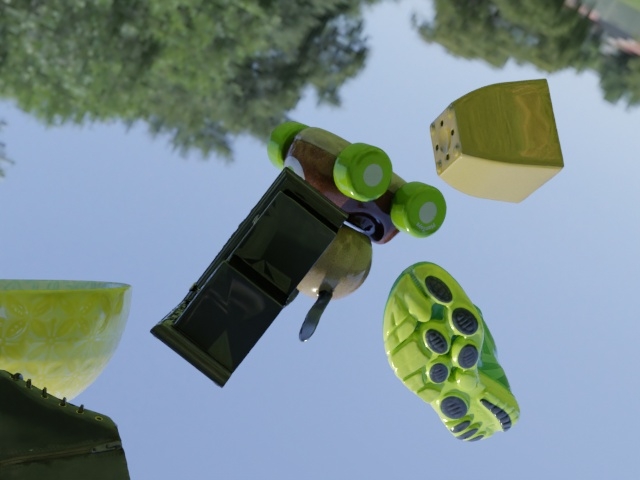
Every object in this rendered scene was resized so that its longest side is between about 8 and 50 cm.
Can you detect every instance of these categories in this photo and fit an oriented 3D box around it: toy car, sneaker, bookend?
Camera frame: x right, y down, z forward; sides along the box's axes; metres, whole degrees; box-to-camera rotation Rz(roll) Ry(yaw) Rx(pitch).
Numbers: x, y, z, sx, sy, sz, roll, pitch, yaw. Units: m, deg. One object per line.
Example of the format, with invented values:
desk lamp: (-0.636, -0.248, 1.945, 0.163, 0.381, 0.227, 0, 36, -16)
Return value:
toy car: (0.000, 0.000, 1.212, 0.149, 0.188, 0.155, 32, 176, -34)
sneaker: (0.132, 0.114, 1.388, 0.295, 0.109, 0.124, 60, -172, -47)
bookend: (-0.053, 0.025, 1.033, 0.072, 0.156, 0.157, 38, -174, -1)
sneaker: (-0.221, 0.132, 0.955, 0.118, 0.083, 0.222, -19, -124, -16)

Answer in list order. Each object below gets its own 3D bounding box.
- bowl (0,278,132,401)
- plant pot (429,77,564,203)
bowl: (-0.334, 0.119, 1.270, 0.289, 0.156, 0.289, 1, 180, 0)
plant pot: (0.138, -0.081, 1.036, 0.083, 0.081, 0.081, 0, -110, -22)
